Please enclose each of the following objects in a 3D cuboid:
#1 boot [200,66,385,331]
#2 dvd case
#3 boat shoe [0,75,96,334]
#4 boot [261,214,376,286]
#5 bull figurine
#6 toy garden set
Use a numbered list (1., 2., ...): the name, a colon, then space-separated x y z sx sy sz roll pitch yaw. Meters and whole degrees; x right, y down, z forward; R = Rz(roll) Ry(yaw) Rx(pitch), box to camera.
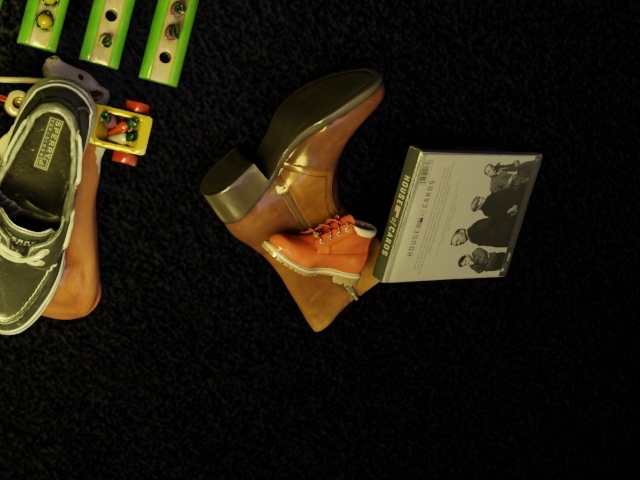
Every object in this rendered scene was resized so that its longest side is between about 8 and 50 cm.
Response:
1. boot: 0.028 -0.046 2.007 0.264 0.096 0.280 -44 126 -4
2. dvd case: 0.179 -0.034 2.100 0.239 0.029 0.179 -1 114 -43
3. boat shoe: -0.306 -0.020 1.704 0.108 0.102 0.301 19 114 -9
4. boot: 0.000 0.000 1.956 0.158 0.059 0.084 11 114 -44
5. bull figurine: -0.320 -0.046 1.819 0.188 0.101 0.310 -7 110 -18
6. toy garden set: -0.266 -0.202 1.726 0.244 0.049 0.203 14 89 -13
